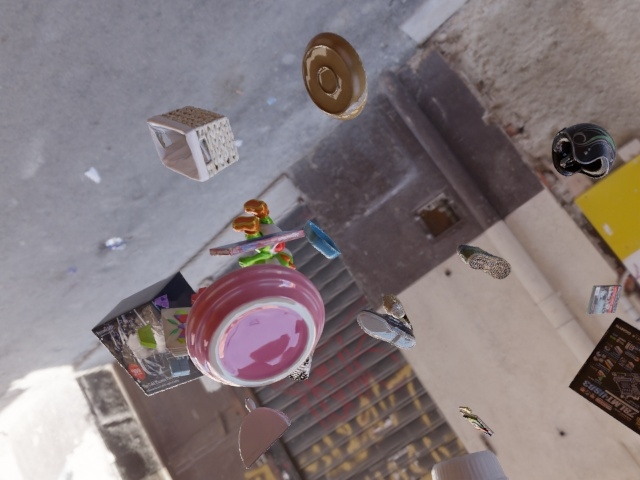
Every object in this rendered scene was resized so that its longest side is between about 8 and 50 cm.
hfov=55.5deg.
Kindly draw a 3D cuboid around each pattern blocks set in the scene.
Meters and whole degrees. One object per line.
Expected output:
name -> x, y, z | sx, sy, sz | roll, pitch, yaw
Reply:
pattern blocks set -> -0.367, 0.248, 1.713 | 0.285, 0.325, 0.026 | -11, 128, -32

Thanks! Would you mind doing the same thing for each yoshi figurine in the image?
yoshi figurine -> -0.227, 0.025, 2.349 | 0.203, 0.203, 0.362 | -28, 125, -3

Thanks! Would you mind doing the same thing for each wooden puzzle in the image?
wooden puzzle -> 0.369, 0.432, 1.444 | 0.014, 0.116, 0.078 | -50, -171, -17

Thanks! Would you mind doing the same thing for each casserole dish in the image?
casserole dish -> 0.000, 0.000, 1.778 | 0.037, 0.114, 0.188 | -49, -162, 6

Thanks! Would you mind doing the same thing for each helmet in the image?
helmet -> 0.802, -0.270, 1.837 | 0.161, 0.169, 0.169 | -5, 159, -8

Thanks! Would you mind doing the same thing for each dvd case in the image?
dvd case -> 0.822, 0.170, 1.762 | 0.119, 0.013, 0.087 | 0, 105, -31

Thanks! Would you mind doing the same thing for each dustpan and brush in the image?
dustpan and brush -> -0.157, 0.452, 1.513 | 0.147, 0.211, 0.060 | -45, 132, -1

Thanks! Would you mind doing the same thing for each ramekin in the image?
ramekin -> 0.520, 0.836, 2.158 | 0.272, 0.127, 0.273 | -12, 154, -6

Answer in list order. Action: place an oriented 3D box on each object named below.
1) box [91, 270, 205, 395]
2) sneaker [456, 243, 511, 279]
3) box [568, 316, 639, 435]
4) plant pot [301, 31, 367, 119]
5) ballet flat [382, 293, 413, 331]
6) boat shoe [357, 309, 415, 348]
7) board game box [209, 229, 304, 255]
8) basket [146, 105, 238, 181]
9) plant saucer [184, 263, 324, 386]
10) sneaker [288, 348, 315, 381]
box -> -0.533, 0.321, 2.056 | 0.343, 0.312, 0.179 | -26, -163, 33
sneaker -> 0.464, 0.052, 1.740 | 0.192, 0.086, 0.064 | 17, 112, -39
box -> 1.032, 0.453, 2.009 | 0.073, 0.295, 0.293 | 13, 109, -59
plant pot -> 0.027, -0.426, 1.606 | 0.032, 0.236, 0.236 | -32, 167, -34
ballet flat -> 0.300, 0.286, 2.287 | 0.073, 0.206, 0.067 | -38, -152, -12
boat shoe -> 0.196, 0.255, 1.823 | 0.075, 0.206, 0.065 | -48, -160, 34
board game box -> -0.206, 0.008, 1.991 | 0.281, 0.027, 0.145 | -15, -174, -34
basket -> -0.259, -0.205, 1.246 | 0.103, 0.167, 0.113 | -34, 128, -30
plant saucer -> -0.139, 0.214, 1.401 | 0.332, 0.084, 0.332 | -10, 122, -16
sneaker -> -0.057, 0.354, 1.869 | 0.234, 0.078, 0.106 | 104, 7, -56
